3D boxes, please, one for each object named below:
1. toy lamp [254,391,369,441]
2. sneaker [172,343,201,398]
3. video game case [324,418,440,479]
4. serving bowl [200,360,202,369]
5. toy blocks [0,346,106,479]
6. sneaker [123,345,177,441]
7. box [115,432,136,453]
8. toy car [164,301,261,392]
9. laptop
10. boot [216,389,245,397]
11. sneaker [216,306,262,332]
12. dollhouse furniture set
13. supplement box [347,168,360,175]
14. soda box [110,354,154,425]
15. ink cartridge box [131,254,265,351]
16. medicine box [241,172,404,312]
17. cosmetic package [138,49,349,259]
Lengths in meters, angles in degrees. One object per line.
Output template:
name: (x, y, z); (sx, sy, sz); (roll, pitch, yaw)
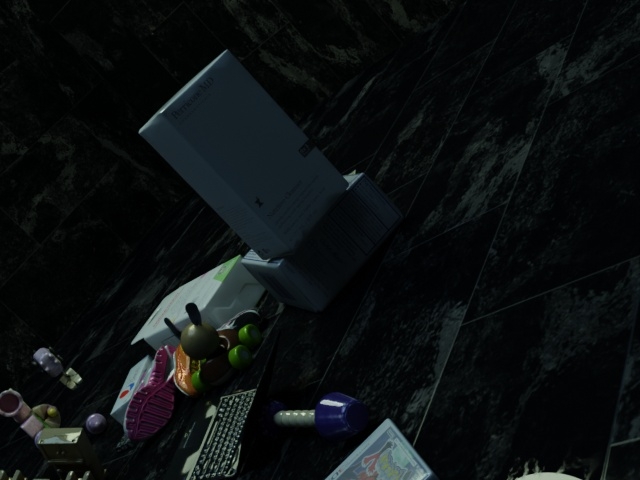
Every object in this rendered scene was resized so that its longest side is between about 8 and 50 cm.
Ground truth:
toy lamp: (-0.016, 0.288, 1.491); (0.275, 0.080, 0.080); (-20, 28, 55)
sneaker: (-0.306, 0.293, 2.128); (0.067, 0.064, 0.175); (-56, 35, 25)
video game case: (0.061, 0.346, 1.255); (0.183, 0.023, 0.201); (-44, 16, -2)
serving bowl: (-0.294, 0.312, 2.196); (0.083, 0.027, 0.083); (-40, 16, 14)
toy blocks: (-0.694, 0.466, 2.303); (0.309, 0.288, 0.260); (-46, 10, -18)
sneaker: (-0.393, 0.375, 2.167); (0.111, 0.103, 0.252); (-52, 10, 45)
box: (-0.449, 0.464, 2.196); (0.067, 0.018, 0.083); (-31, 20, 37)
toy car: (-0.257, 0.218, 2.049); (0.155, 0.188, 0.149); (-34, 18, 29)
laptop: (-0.183, 0.313, 1.692); (0.264, 0.136, 0.234); (-16, 29, 24)
boot: (-0.196, 0.357, 1.833); (0.106, 0.037, 0.114); (-34, 22, 25)
sneaker: (-0.203, 0.218, 2.175); (0.178, 0.072, 0.077); (-30, 7, 18)
dollhouse furniture set: (-0.572, 0.555, 1.998); (0.212, 0.161, 0.242); (-3, 39, 12)
supplement box: (0.091, -0.117, 2.258); (0.056, 0.083, 0.083); (-38, 16, 19)
soda box: (-0.461, 0.385, 2.338); (0.074, 0.069, 0.216); (-39, 16, 17)
ink cartridge box: (-0.318, 0.195, 2.383); (0.353, 0.119, 0.207); (-27, 23, 43)
medicine box: (0.000, 0.000, 2.060); (0.289, 0.149, 0.263); (-47, 16, -14)
cosmetic package: (-0.155, -0.170, 1.894); (0.217, 0.385, 0.156); (-52, 18, -25)
